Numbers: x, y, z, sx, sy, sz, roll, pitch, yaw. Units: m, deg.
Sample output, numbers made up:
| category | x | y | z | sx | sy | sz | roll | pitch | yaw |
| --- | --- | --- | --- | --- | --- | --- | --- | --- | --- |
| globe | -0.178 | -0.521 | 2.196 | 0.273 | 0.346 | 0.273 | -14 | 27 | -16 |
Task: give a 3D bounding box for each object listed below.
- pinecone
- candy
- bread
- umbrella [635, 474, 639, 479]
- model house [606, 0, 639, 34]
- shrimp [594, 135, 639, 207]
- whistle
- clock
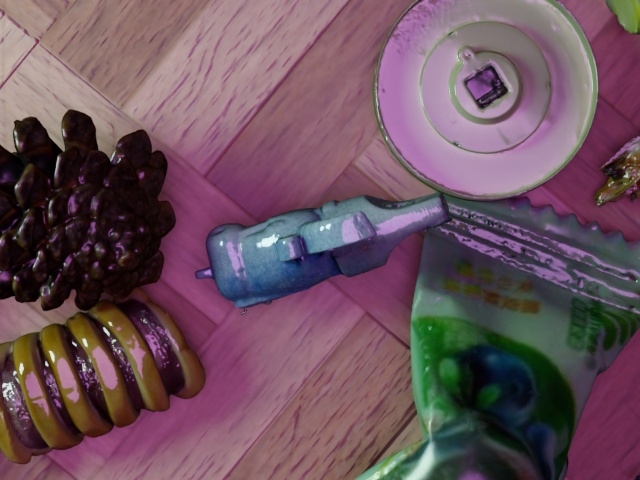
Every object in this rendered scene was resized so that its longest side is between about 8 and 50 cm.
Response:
| category | x | y | z | sx | sy | sz | roll | pitch | yaw |
| --- | --- | --- | --- | --- | --- | --- | --- | --- | --- |
| pinecone | -0.265 | -0.028 | 1.598 | 0.201 | 0.229 | 0.203 | -7 | 74 | 33 |
| candy | 0.185 | 0.146 | 1.641 | 0.262 | 0.172 | 0.398 | 20 | 80 | -7 |
| bread | -0.241 | 0.140 | 1.667 | 0.225 | 0.081 | 0.134 | -24 | 93 | 0 |
| umbrella | 0.454 | 0.244 | 1.703 | 0.250 | 0.052 | 0.053 | -13 | 85 | 0 |
| model house | 0.368 | -0.333 | 1.607 | 0.211 | 0.170 | 0.194 | -26 | 92 | 0 |
| shrimp | 0.387 | -0.080 | 1.683 | 0.217 | 0.051 | 0.115 | -24 | 96 | -2 |
| whistle | 0.000 | 0.000 | 1.619 | 0.269 | 0.180 | 0.093 | -18 | 93 | 9 |
| clock | 0.171 | -0.158 | 1.669 | 0.235 | 0.029 | 0.235 | 0 | 87 | -1 |
